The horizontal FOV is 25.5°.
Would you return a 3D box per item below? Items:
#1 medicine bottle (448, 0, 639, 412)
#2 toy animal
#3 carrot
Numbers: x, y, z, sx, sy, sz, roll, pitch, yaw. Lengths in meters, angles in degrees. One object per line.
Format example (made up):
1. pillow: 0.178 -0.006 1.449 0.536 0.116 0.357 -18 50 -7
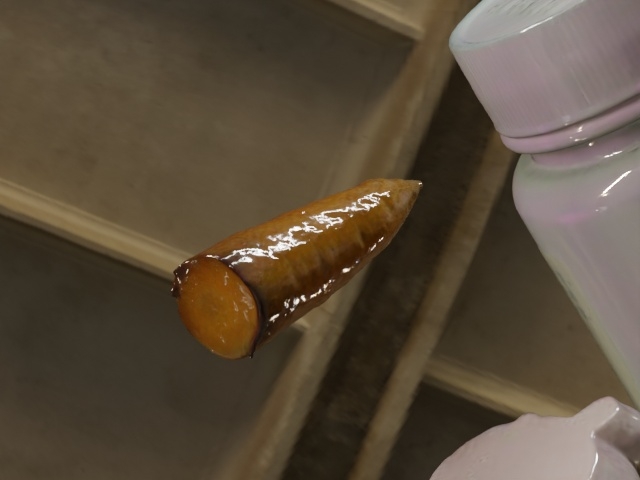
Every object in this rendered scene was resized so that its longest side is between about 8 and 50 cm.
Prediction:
1. medicine bottle: 0.254 -0.014 0.914 0.213 0.213 0.379 -37 -74 -12
2. toy animal: 0.144 0.180 0.673 0.124 0.124 0.212 -44 -66 -9
3. carrot: 0.000 0.000 0.910 0.205 0.072 0.072 -34 -66 -39
